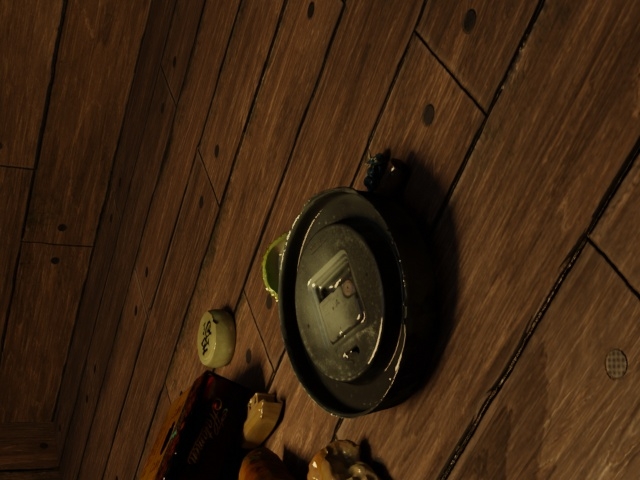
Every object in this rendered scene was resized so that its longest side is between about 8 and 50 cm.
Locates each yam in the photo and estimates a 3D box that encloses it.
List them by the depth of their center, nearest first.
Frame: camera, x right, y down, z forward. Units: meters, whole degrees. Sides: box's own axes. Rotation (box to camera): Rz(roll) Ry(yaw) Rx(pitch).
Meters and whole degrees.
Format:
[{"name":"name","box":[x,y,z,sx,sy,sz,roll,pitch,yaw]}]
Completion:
[{"name":"yam","box":[0.074,-0.010,1.629,0.045,0.045,0.327,-69,5,-53]}]

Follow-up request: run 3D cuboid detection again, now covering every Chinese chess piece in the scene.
[{"name":"Chinese chess piece","box":[-0.257,0.240,2.261,0.144,0.058,0.144,-23,65,62]}]

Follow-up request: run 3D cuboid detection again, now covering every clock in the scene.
[{"name":"clock","box":[0.054,0.102,1.553,0.386,0.076,0.386,4,94,57]}]

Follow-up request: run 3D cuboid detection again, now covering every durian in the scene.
[{"name":"durian","box":[-0.063,0.052,1.899,0.100,0.086,0.215,-16,71,27]}]

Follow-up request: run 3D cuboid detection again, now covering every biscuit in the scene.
[{"name":"biscuit","box":[0.050,0.479,1.538,0.274,0.091,0.213,57,133,50]}]

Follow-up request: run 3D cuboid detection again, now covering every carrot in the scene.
[{"name":"carrot","box":[-0.095,0.478,1.762,0.302,0.114,0.114,-168,83,-76]}]

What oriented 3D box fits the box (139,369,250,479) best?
[{"name":"box","box":[-0.303,0.473,2.117,0.264,0.116,0.415,-68,11,-26]}]

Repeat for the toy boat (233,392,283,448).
[{"name":"toy boat","box":[-0.137,0.386,1.989,0.200,0.057,0.077,123,148,-45]}]

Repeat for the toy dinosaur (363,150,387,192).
[{"name":"toy dinosaur","box":[0.094,-0.114,1.618,0.047,0.030,0.083,-159,76,-65]}]
